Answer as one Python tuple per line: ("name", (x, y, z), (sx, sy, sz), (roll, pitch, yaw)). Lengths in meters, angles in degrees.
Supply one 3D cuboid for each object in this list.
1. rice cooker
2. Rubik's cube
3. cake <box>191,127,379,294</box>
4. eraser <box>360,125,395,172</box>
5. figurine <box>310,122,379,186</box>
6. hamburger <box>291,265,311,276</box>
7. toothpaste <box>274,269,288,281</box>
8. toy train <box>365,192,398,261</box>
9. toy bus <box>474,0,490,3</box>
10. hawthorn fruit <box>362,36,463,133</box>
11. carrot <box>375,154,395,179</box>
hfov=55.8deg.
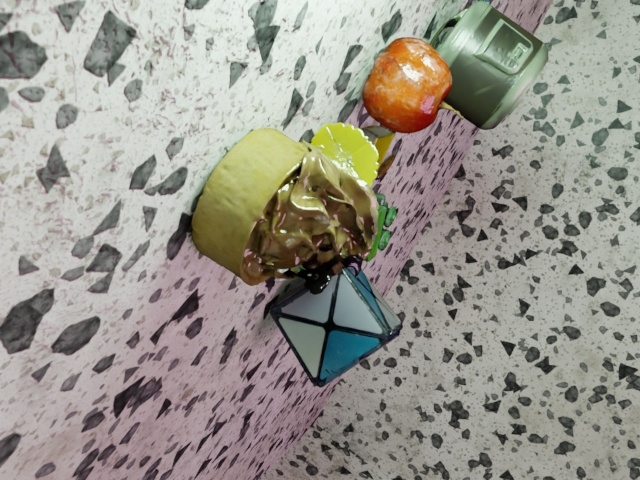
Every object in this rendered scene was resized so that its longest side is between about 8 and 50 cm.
("rice cooker", (0.490, -0.546, 1.860), (0.335, 0.325, 0.335), (-54, 178, -3))
("Rubik's cube", (0.062, 0.263, 1.977), (0.310, 0.307, 0.305), (-35, 165, 8))
("cake", (-0.051, -0.030, 1.250), (0.332, 0.321, 0.332), (-53, 163, -23))
("eraser", (0.133, -0.237, 1.839), (0.158, 0.069, 0.226), (-29, 148, -61))
("figurine", (0.071, -0.181, 1.629), (0.168, 0.187, 0.315), (-59, 172, -3))
("hamburger", (0.003, -0.001, 1.750), (0.235, 0.125, 0.214), (-53, -169, -15))
("toothpaste", (-0.085, 0.011, 1.657), (0.052, 0.033, 0.218), (-5, 113, -47))
("toy train", (0.177, -0.044, 2.192), (0.188, 0.132, 0.243), (-34, 141, -49))
("toy bus", (0.527, -0.765, 2.060), (0.166, 0.047, 0.065), (-57, 167, -5))
("hawthorn fruit", (0.250, -0.382, 1.560), (0.242, 0.271, 0.242), (-52, 169, -15))
("carrot", (0.228, -0.260, 2.138), (0.165, 0.035, 0.036), (-46, 160, -43))
